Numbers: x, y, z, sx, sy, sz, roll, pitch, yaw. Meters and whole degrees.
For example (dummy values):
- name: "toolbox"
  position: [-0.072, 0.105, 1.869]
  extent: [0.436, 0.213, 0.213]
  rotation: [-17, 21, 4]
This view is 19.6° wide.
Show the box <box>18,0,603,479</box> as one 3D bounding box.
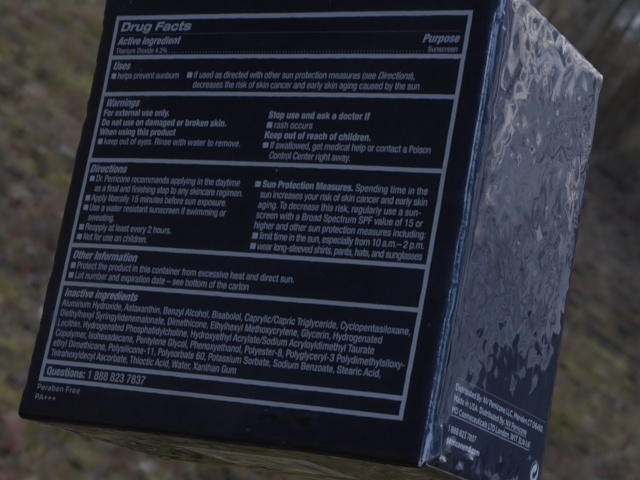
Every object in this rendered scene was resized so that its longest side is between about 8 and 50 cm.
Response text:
- name: "box"
  position: [0.000, 0.000, 1.186]
  extent: [0.296, 0.294, 0.183]
  rotation: [4, -13, 30]
